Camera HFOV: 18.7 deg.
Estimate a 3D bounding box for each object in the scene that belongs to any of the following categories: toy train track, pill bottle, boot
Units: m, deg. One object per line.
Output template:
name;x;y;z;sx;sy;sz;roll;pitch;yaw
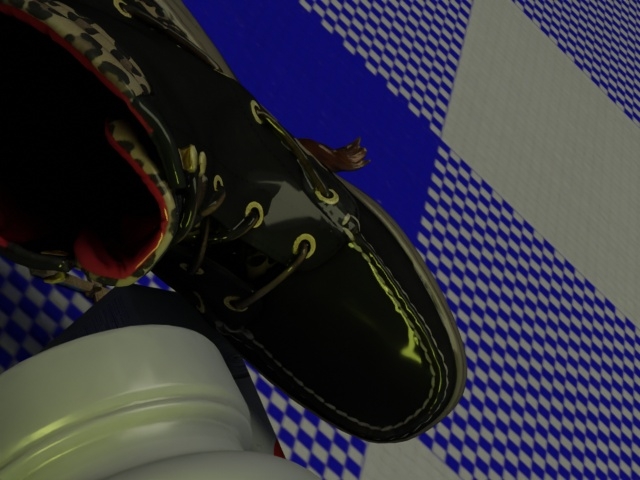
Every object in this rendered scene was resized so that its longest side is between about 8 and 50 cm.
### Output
toy train track;-0.166;0.028;1.361;0.083;0.014;0.048;22;37;-42
pill bottle;-0.055;0.257;0.981;0.229;0.229;0.408;13;44;-51
boot;-0.074;-0.013;1.139;0.377;0.138;0.284;53;13;2

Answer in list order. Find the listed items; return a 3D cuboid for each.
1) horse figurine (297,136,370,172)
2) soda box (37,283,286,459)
horse figurine;0.000;0.000;1.601;0.174;0.066;0.263;37;30;-36
soda box;-0.074;0.168;1.227;0.098;0.091;0.286;15;42;-50
